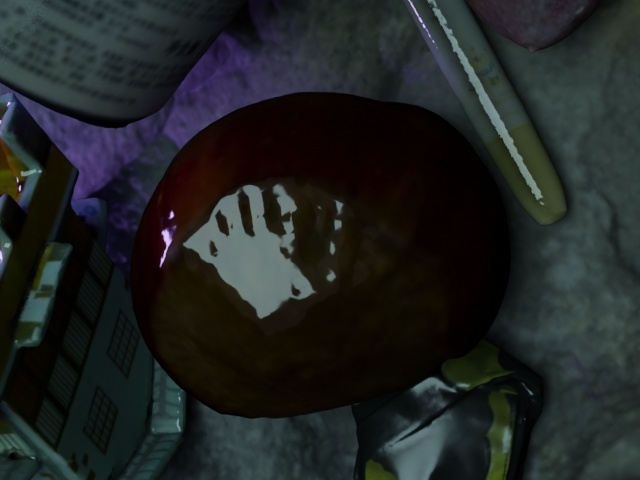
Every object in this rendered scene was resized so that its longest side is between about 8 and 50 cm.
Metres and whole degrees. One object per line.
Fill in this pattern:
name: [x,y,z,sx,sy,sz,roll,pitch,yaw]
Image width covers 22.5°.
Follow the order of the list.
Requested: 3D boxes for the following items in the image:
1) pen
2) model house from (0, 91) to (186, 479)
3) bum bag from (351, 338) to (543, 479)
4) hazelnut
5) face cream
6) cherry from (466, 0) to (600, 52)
pen: [0.076,-0.114,0.872,0.040,0.032,0.233,-28,81,-2]
model house: [-0.219,0.059,0.907,0.224,0.215,0.198,-4,51,24]
bum bag: [0.063,0.160,0.866,0.106,0.060,0.233,2,87,16]
hazelnut: [0.000,0.008,0.848,0.201,0.160,0.170,-1,86,-7]
face cream: [-0.127,-0.216,0.841,0.249,0.249,0.225,45,107,17]
cherry: [0.103,-0.168,0.828,0.106,0.087,0.126,10,114,22]
